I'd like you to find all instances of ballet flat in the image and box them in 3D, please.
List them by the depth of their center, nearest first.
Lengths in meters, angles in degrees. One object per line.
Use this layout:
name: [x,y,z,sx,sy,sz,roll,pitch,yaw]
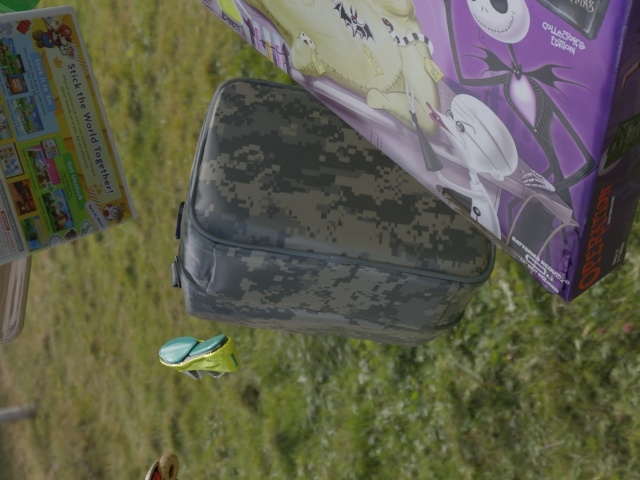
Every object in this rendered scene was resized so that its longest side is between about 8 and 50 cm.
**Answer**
ballet flat: [-0.226,0.225,1.590,0.231,0.077,0.077,-13,116,50]

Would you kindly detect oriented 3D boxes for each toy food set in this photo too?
toy food set: [-0.177,0.290,0.958,0.083,0.020,0.082,-60,-38,-72]

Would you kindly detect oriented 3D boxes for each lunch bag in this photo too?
lunch bag: [0.000,0.000,0.872,0.256,0.305,0.212,108,169,-55]

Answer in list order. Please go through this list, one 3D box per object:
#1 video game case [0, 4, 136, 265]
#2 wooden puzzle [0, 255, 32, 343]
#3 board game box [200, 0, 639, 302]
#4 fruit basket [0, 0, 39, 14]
video game case: [-0.298,-0.099,0.808,0.026,0.206,0.226,-4,105,48]
wooden puzzle: [-0.579,-0.034,1.184,0.081,0.348,0.322,-22,60,41]
board game box: [0.023,-0.141,0.434,0.347,0.056,0.208,44,154,34]
fruit basket: [-0.497,-0.477,1.149,0.327,0.353,0.165,-52,31,1]
